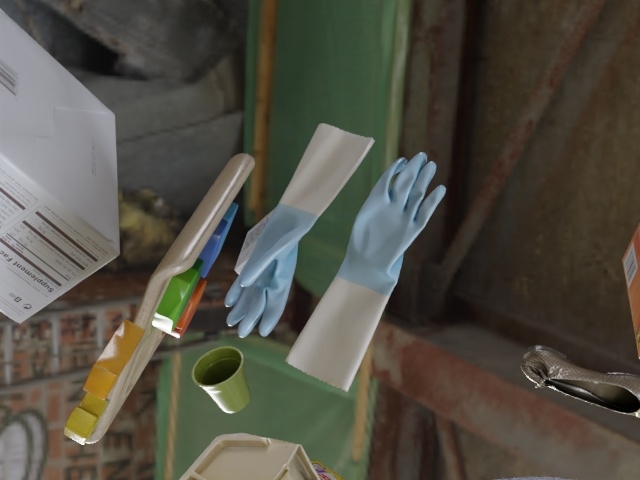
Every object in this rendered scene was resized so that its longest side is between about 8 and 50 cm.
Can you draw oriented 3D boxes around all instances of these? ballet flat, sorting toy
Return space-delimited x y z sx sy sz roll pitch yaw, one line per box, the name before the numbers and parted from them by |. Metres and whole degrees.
ballet flat | 0.430 0.233 1.804 0.058 0.250 0.084 -73 -175 -46
sorting toy | -0.142 0.076 1.003 0.229 0.041 0.307 -60 -177 33

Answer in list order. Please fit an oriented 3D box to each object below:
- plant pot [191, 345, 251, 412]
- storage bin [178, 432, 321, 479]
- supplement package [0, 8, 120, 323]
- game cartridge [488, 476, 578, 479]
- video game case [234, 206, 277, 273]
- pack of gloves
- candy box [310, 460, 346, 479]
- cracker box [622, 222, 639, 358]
plant pot | -0.143 0.218 1.756 0.083 0.083 0.079 42 -20 51
storage bin | -0.081 0.386 1.243 0.123 0.260 0.262 2 -51 43
supplement package | -0.335 -0.086 1.224 0.145 0.204 0.262 -34 -143 15
game cartridge | 0.250 0.363 1.334 0.060 0.294 0.196 49 -61 53
video game case | -0.096 -0.018 2.168 0.143 0.019 0.157 -40 -164 23
pack of gloves | 0.000 0.000 1.076 0.195 0.046 0.232 20 -100 46
candy box | -0.037 0.312 1.449 0.105 0.206 0.027 30 -78 38
cracker box | 0.461 0.071 1.272 0.156 0.232 0.067 -83 -177 -47
